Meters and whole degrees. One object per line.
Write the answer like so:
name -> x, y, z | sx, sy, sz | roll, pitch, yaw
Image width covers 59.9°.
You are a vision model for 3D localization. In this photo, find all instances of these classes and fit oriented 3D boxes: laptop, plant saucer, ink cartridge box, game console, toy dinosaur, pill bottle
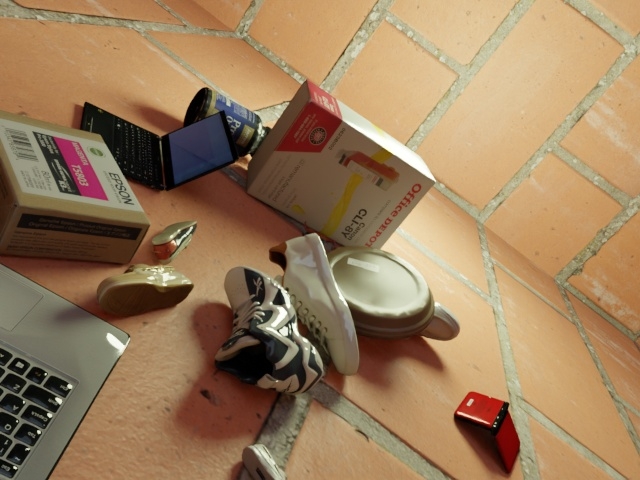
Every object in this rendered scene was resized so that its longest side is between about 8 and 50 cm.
laptop -> -0.346, 0.034, 0.451 | 0.382, 0.236, 0.408 | 33, 22, -12
laptop -> -0.325, -0.219, 1.115 | 0.264, 0.137, 0.234 | 24, 25, -32
plant saucer -> 0.107, 0.094, 1.150 | 0.277, 0.041, 0.278 | 9, 33, -6
ink cartridge box -> 0.049, -0.165, 1.387 | 0.384, 0.279, 0.160 | 28, 24, -22
game console -> 0.337, 0.379, 1.116 | 0.124, 0.085, 0.144 | 13, 10, 26
toy dinosaur -> 0.000, 0.000, 1.280 | 0.082, 0.090, 0.047 | -1, 51, -10
ink cartridge box -> -0.387, -0.079, 0.811 | 0.193, 0.088, 0.235 | 7, 37, -50
pill bottle -> -0.227, -0.289, 1.421 | 0.219, 0.123, 0.123 | 23, 26, -32

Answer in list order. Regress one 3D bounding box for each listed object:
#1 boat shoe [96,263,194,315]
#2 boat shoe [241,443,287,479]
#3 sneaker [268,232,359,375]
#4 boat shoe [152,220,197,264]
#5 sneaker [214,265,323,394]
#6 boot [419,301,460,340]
boat shoe -> -0.252, 0.063, 0.780 | 0.059, 0.063, 0.170 | 43, 13, 20
boat shoe -> -0.055, 0.288, 0.668 | 0.035, 0.035, 0.100 | 4, 33, -50
sneaker -> -0.022, 0.122, 1.004 | 0.123, 0.106, 0.290 | -13, 54, -15
boat shoe -> -0.243, -0.001, 0.940 | 0.137, 0.049, 0.043 | -67, 146, -70
sneaker -> -0.107, 0.127, 0.822 | 0.153, 0.094, 0.235 | 17, 39, -59
boot -> 0.193, 0.180, 1.208 | 0.258, 0.095, 0.123 | 25, 30, -8
